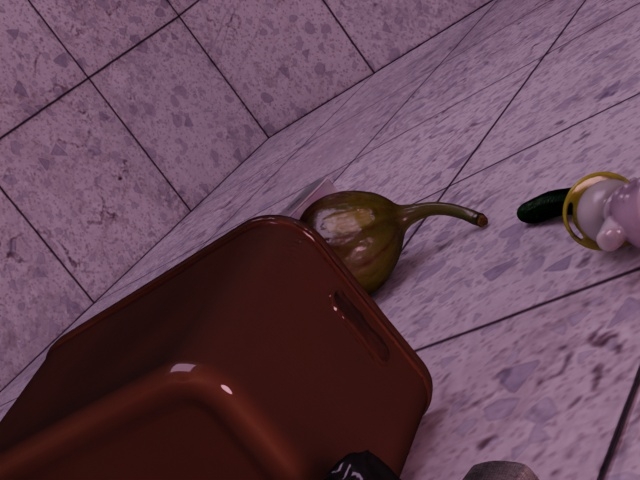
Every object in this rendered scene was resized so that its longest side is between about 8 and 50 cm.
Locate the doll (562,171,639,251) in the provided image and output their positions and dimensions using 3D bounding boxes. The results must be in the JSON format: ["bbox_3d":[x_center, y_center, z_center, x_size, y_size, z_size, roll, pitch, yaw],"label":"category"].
[{"bbox_3d":[0.282,-0.027,0.960,0.129,0.081,0.207,-32,8,-18],"label":"doll"}]

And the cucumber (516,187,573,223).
[{"bbox_3d":[0.265,-0.040,1.168,0.033,0.036,0.184,-51,15,-18],"label":"cucumber"}]

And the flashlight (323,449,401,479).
[{"bbox_3d":[-0.030,0.241,0.736,0.232,0.093,0.093,-43,11,10],"label":"flashlight"}]

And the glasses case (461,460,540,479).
[{"bbox_3d":[0.067,0.225,0.683,0.205,0.047,0.071,-45,13,-32],"label":"glasses case"}]

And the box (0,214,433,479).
[{"bbox_3d":[-0.110,0.176,0.921,0.339,0.239,0.229,-30,15,27],"label":"box"}]

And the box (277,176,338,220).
[{"bbox_3d":[0.000,0.000,1.536,0.051,0.129,0.130,-23,18,48],"label":"box"}]

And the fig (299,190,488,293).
[{"bbox_3d":[0.087,-0.013,1.379,0.245,0.149,0.149,-20,17,17],"label":"fig"}]
